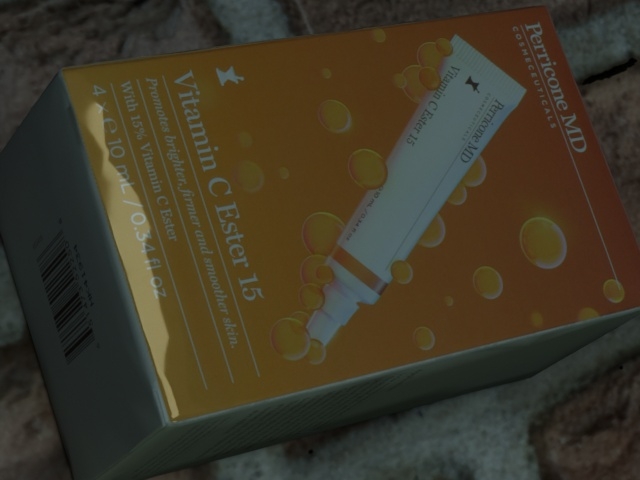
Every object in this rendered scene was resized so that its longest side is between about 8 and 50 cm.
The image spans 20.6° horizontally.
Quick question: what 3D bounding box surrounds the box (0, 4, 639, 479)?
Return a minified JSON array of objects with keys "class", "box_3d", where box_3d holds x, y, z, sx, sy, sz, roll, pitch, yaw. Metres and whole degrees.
[{"class":"box","box_3d":[0.000,0.000,1.098,0.345,0.168,0.215,-12,75,-30]}]
